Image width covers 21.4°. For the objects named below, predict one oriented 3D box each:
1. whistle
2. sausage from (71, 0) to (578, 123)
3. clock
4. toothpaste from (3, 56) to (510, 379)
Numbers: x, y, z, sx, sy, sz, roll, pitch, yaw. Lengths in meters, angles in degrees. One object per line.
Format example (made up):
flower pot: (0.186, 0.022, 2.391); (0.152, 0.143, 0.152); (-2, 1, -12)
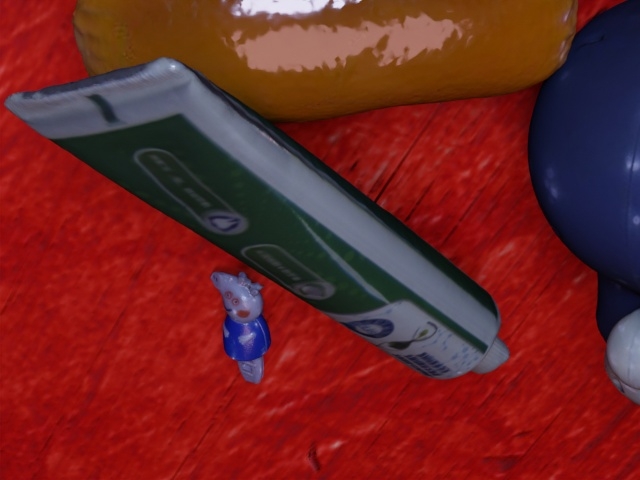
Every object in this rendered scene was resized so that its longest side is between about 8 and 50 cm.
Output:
whistle: (-0.045, 0.050, 0.986); (0.033, 0.029, 0.083); (17, 134, 26)
sausage: (0.002, -0.105, 0.805); (0.238, 0.098, 0.098); (-6, 133, -5)
clock: (0.191, -0.014, 0.873); (0.146, 0.200, 0.243); (15, 146, 31)
toothpaste: (0.000, 0.000, 0.875); (0.098, 0.061, 0.392); (-10, 153, 31)
